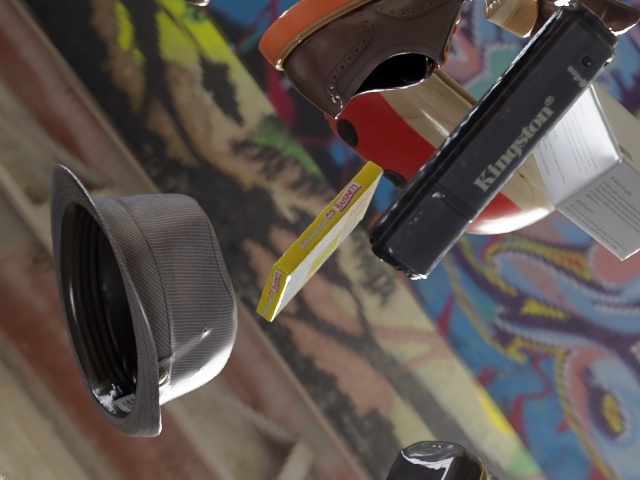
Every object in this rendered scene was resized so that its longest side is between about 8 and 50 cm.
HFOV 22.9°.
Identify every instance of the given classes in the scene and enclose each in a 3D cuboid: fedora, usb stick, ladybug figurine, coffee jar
[{"bbox_3d":[-0.159,0.048,1.482,0.244,0.124,0.275,42,141,49],"label":"fedora"},{"bbox_3d":[0.149,-0.084,1.367,0.077,0.278,0.045,36,-172,-37],"label":"usb stick"},{"bbox_3d":[0.160,-0.152,2.313,0.449,0.162,0.305,36,-168,-25],"label":"ladybug figurine"},{"bbox_3d":[0.149,0.265,1.530,0.096,0.079,0.184,-2,144,49],"label":"coffee jar"}]

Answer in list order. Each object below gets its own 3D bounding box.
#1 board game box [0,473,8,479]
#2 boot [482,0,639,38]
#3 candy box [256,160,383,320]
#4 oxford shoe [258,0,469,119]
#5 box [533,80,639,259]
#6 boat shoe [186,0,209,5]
[{"bbox_3d":[-0.490,0.440,2.410,0.168,0.033,0.133,-66,-17,-58],"label":"board game box"},{"bbox_3d":[0.375,-0.356,2.265,0.207,0.248,0.090,9,-111,-24],"label":"boot"},{"bbox_3d":[0.000,0.000,1.874,0.027,0.206,0.105,34,144,11],"label":"candy box"},{"bbox_3d":[0.076,-0.177,1.305,0.098,0.271,0.097,53,149,10],"label":"oxford shoe"},{"bbox_3d":[0.393,-0.102,2.196,0.181,0.119,0.182,34,-149,-40],"label":"box"},{"bbox_3d":[-0.165,-0.354,1.811,0.068,0.072,0.190,-4,-131,-50],"label":"boat shoe"}]
